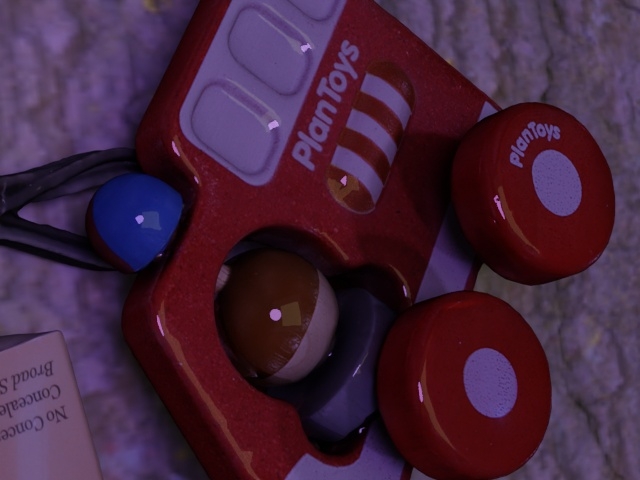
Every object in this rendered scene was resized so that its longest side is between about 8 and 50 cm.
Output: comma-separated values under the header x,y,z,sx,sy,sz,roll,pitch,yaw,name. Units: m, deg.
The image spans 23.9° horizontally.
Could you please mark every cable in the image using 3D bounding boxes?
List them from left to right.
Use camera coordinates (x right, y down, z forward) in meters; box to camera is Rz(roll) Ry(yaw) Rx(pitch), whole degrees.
x,y,z,sx,sy,sz,roll,pitch,yaw,name
-0.170,-0.022,0.722,0.287,0.072,0.139,22,67,-40,cable

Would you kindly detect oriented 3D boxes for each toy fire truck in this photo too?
x,y,z,sx,sy,sz,roll,pitch,yaw,name
0.000,0.000,0.826,0.254,0.169,0.302,36,60,-23,toy fire truck

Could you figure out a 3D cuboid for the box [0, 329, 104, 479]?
x,y,z,sx,sy,sz,roll,pitch,yaw,name
-0.158,0.209,0.665,0.148,0.121,0.311,-22,99,-44,box
